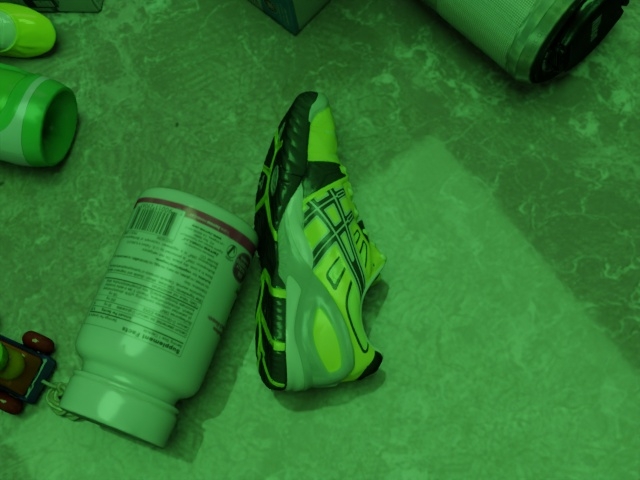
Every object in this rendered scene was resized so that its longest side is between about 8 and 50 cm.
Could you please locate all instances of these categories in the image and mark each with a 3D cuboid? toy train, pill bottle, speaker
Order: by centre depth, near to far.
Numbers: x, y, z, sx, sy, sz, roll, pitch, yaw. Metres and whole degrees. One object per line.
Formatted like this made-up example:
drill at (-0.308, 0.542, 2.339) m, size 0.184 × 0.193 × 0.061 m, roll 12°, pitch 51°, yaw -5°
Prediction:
pill bottle at (-0.196, 0.093, 1.240) m, size 0.160 × 0.160 × 0.283 m, roll 18°, pitch 75°, yaw 11°
toy train at (-0.377, 0.152, 1.246) m, size 0.248 × 0.143 × 0.105 m, roll 22°, pitch 76°, yaw 12°
speaker at (-0.485, -0.184, 1.379) m, size 0.297 × 0.131 × 0.131 m, roll 13°, pitch 73°, yaw 10°

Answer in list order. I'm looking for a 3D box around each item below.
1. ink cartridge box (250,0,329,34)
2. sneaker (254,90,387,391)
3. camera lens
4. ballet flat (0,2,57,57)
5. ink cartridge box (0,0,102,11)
ink cartridge box at (-0.078, -0.465, 1.395) m, size 0.270 × 0.198 × 0.197 m, roll 40°, pitch 80°, yaw 17°
sneaker at (0.000, 0.000, 1.284) m, size 0.147 × 0.145 × 0.384 m, roll 5°, pitch 74°, yaw -14°
camera lens at (0.249, -0.354, 1.314) m, size 0.219 × 0.219 × 0.274 m, roll -43°, pitch 73°, yaw -9°
ballet flat at (-0.485, -0.302, 1.438) m, size 0.231 × 0.077 × 0.077 m, roll 18°, pitch 114°, yaw 13°
ink cartridge box at (-0.388, -0.388, 1.469) m, size 0.151 × 0.063 × 0.109 m, roll 1°, pitch 72°, yaw 6°
